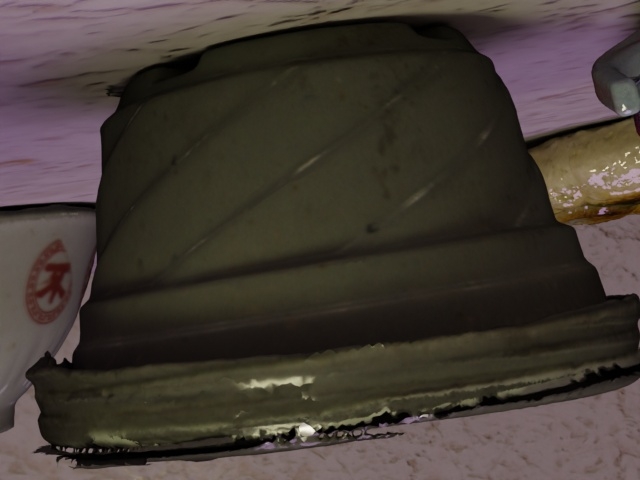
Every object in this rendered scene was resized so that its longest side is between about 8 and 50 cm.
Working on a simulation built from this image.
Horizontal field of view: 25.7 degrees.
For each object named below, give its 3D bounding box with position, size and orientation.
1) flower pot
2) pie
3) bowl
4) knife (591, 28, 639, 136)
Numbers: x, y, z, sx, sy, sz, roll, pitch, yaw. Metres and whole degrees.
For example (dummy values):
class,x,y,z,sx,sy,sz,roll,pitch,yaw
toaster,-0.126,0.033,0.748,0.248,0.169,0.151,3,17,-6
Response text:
class,x,y,z,sx,sy,sz,roll,pitch,yaw
flower pot,0.000,0.000,0.527,0.236,0.140,0.235,-9,176,-1
pie,0.279,-0.060,1.179,0.338,0.075,0.337,-9,178,0
bowl,-0.312,0.077,1.040,0.337,0.157,0.337,-9,179,0
knife,0.155,-0.071,0.534,0.123,0.053,0.278,-14,178,7
